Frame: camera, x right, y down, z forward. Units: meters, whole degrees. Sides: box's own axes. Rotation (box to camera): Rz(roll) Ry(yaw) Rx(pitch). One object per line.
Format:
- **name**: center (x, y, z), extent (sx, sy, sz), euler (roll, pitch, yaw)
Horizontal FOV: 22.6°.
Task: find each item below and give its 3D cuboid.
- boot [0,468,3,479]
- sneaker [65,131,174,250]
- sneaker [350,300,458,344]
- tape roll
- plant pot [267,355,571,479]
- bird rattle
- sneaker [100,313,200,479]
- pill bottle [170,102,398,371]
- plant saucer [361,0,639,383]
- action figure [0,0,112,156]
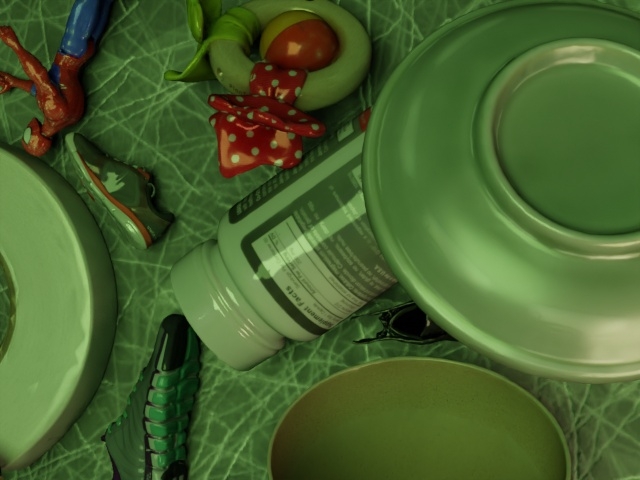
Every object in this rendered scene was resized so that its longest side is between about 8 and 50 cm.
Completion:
- **boot**: center (-0.403, 0.166, 1.710), extent (0.198, 0.077, 0.137), euler (29, 93, 14)
- **sneaker**: center (-0.217, -0.062, 1.745), extent (0.065, 0.061, 0.158), euler (-36, 79, -14)
- **sneaker**: center (0.121, 0.083, 1.612), extent (0.170, 0.089, 0.051), euler (-4, 88, 17)
- **tape roll**: center (-0.416, 0.074, 1.787), extent (0.392, 0.072, 0.392), euler (0, 89, 17)
- **plant pot**: center (0.094, 0.276, 1.550), extent (0.284, 0.284, 0.191), euler (11, 128, 17)
- **bird rattle**: center (-0.046, -0.185, 1.608), extent (0.207, 0.143, 0.253), euler (-22, 41, -20)
- **sneaker**: center (-0.193, 0.185, 1.714), extent (0.098, 0.083, 0.224), euler (8, 93, 22)
- **pill bottle**: center (0.000, 0.000, 1.613), extent (0.283, 0.161, 0.161), euler (-35, 80, 14)
- **plant saucer**: center (0.240, -0.072, 1.465), extent (0.400, 0.100, 0.400), euler (2, 65, -5)
- **action figure**: center (-0.292, -0.235, 1.743), extent (0.139, 0.091, 0.280), euler (21, 95, 10)
